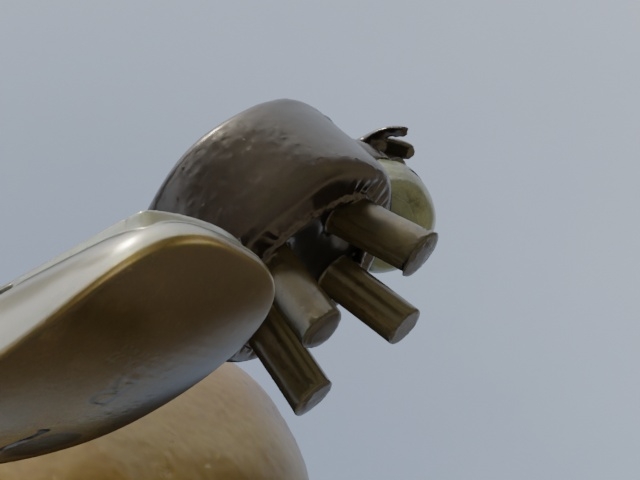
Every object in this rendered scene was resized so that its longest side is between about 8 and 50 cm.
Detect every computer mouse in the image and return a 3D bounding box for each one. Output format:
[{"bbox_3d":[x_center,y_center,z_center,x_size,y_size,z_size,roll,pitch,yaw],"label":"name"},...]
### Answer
[{"bbox_3d":[-0.110,0.052,0.395,0.102,0.199,0.045,32,-145,-60],"label":"computer mouse"}]

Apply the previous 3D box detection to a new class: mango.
[{"bbox_3d":[-0.165,0.189,0.703,0.232,0.300,0.445,-55,-11,12],"label":"mango"}]

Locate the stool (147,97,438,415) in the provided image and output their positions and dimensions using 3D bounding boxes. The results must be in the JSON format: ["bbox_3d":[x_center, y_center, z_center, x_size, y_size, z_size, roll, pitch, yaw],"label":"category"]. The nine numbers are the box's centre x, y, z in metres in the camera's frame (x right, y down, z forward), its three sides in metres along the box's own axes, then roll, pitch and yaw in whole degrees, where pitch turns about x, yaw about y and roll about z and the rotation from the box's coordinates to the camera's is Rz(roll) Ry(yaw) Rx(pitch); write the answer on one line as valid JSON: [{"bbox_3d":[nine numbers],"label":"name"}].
[{"bbox_3d":[0.000,0.000,0.535,0.217,0.121,0.125,-16,-41,-53],"label":"stool"}]
